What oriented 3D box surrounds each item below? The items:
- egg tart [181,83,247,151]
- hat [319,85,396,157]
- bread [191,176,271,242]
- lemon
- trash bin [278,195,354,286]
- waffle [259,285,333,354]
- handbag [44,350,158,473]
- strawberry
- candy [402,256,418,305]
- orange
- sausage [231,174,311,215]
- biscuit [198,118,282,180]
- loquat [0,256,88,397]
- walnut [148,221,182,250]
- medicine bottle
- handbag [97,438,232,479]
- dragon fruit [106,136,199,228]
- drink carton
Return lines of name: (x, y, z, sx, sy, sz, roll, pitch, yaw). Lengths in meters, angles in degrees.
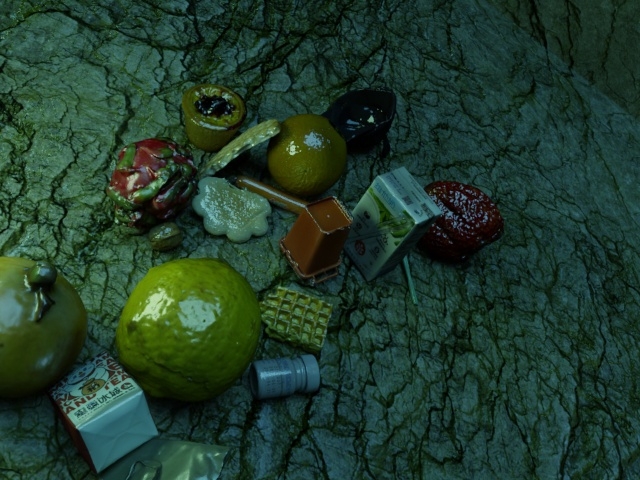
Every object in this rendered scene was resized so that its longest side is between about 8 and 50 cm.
egg tart: (-0.354, -0.401, 2.151, 0.215, 0.170, 0.215, 10, 54, -14)
hat: (0.129, -0.387, 2.354, 0.238, 0.209, 0.336, 35, 66, 31)
bread: (-0.269, -0.087, 2.010, 0.251, 0.039, 0.181, 23, 60, -18)
lemon: (-0.313, 0.206, 1.608, 0.350, 0.350, 0.387, 28, 63, 0)
trash bin: (0.000, 0.000, 1.947, 0.161, 0.238, 0.184, -21, 66, -31)
waffle: (-0.080, 0.221, 1.873, 0.211, 0.055, 0.160, 20, 50, -7)
handbag: (-0.521, 0.368, 1.509, 0.171, 0.151, 0.298, -29, 36, -31)
strawberry: (0.448, -0.080, 2.169, 0.288, 0.239, 0.250, 50, 39, -13)
candy: (0.273, 0.054, 2.130, 0.092, 0.093, 0.335, -19, 65, 18)
orange: (-0.044, -0.277, 2.118, 0.274, 0.274, 0.274, 10, 53, -14)
sausage: (-0.124, -0.132, 2.116, 0.348, 0.053, 0.053, 23, 51, -4)
biscuit: (-0.252, -0.301, 2.076, 0.040, 0.309, 0.204, 54, 16, -20)
loquat: (-0.690, 0.177, 1.492, 0.328, 0.359, 0.328, 29, 29, -18)
walnut: (-0.446, -0.012, 1.895, 0.096, 0.082, 0.078, -20, 96, -25)
medicine bottle: (-0.096, 0.359, 1.736, 0.168, 0.105, 0.105, -3, 57, -22)
handbag: (-0.364, 0.536, 1.414, 0.316, 0.109, 0.253, -3, 36, 32)
dragon fruit: (-0.482, -0.161, 1.887, 0.237, 0.231, 0.302, 23, 44, 6)
drink carton: (0.199, -0.045, 2.005, 0.132, 0.324, 0.194, -24, 69, -37)
